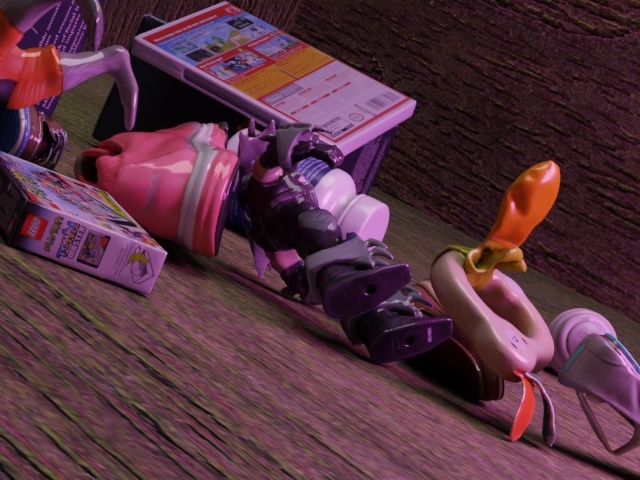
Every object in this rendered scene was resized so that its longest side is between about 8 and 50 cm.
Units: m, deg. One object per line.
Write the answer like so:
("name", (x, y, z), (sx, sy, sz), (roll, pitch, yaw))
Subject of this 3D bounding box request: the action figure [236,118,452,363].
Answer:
("action figure", (0.000, 0.000, 1.507), (0.285, 0.099, 0.185), (48, -18, 51))

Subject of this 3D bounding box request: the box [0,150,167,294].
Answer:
("box", (-0.198, -0.018, 1.314), (0.114, 0.036, 0.207), (22, 6, -24))

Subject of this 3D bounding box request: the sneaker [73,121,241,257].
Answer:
("sneaker", (-0.156, -0.066, 1.570), (0.136, 0.116, 0.314), (14, 4, -10))

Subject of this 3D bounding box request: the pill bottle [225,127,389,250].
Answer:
("pill bottle", (-0.024, -0.040, 1.903), (0.186, 0.112, 0.112), (26, 5, 20))

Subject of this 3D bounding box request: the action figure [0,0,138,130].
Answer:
("action figure", (-0.307, -0.158, 1.328), (0.330, 0.178, 0.341), (5, 0, 3))

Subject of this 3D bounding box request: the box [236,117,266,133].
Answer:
("box", (-0.063, -0.072, 2.012), (0.081, 0.136, 0.028), (26, 47, 19))

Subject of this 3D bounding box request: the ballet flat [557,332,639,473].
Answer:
("ballet flat", (0.275, 0.165, 1.421), (0.213, 0.068, 0.072), (46, -4, -14))

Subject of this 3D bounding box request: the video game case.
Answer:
("video game case", (-0.053, -0.192, 2.018), (0.285, 0.025, 0.204), (30, 32, 18))

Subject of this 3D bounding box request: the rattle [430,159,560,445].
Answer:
("rattle", (0.179, 0.053, 1.391), (0.130, 0.142, 0.200), (51, 11, -31))

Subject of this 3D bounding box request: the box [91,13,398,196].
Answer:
("box", (-0.092, -0.142, 2.215), (0.296, 0.183, 0.294), (26, 6, 13))

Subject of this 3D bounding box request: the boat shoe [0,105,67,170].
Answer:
("boat shoe", (-0.273, -0.099, 1.616), (0.066, 0.066, 0.183), (24, 5, -18))

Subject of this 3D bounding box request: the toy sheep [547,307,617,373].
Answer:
("toy sheep", (0.292, 0.118, 1.916), (0.091, 0.091, 0.132), (24, -13, -6))

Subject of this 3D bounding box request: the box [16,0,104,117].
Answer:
("box", (-0.375, -0.294, 1.718), (0.212, 0.293, 0.395), (25, 0, 11))

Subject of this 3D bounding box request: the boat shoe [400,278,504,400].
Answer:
("boat shoe", (0.104, 0.093, 1.503), (0.060, 0.064, 0.178), (-13, 29, -18))
